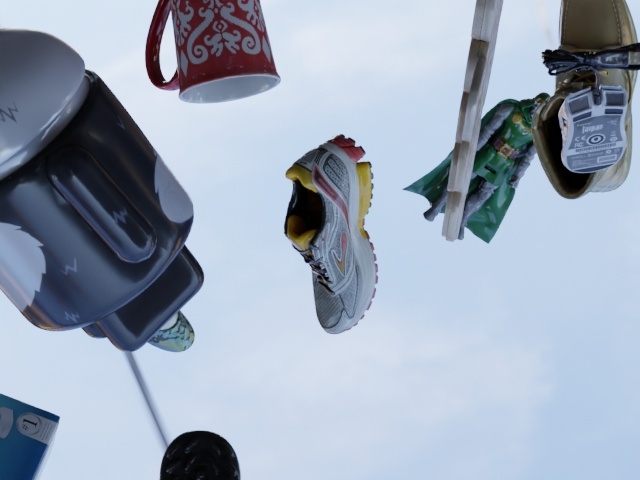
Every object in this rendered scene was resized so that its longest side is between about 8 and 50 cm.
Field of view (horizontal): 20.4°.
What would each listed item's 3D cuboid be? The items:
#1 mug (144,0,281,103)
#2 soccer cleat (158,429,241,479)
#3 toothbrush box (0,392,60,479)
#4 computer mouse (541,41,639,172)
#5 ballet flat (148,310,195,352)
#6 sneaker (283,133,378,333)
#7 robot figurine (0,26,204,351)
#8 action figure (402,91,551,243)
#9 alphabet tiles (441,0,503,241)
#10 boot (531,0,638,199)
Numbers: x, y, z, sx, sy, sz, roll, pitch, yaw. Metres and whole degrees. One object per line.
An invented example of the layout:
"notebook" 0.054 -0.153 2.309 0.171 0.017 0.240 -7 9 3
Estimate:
"mug" -0.131 -0.242 1.949 0.150 0.169 0.113 -10 173 4
"soccer cleat" -0.131 0.360 1.855 0.108 0.116 0.318 3 -103 -1
"toothbrush box" -0.525 0.293 2.364 0.295 0.126 0.216 21 -122 -4
"computer mouse" 0.268 -0.135 1.769 0.106 0.193 0.042 -9 -122 -2
"ballet flat" -0.236 0.073 2.274 0.070 0.188 0.070 -54 -179 2
"sneaker" 0.000 0.000 1.911 0.092 0.225 0.088 -24 -148 -34
"robot figurine" -0.215 -0.038 1.428 0.209 0.278 0.174 -20 -149 28
"action figure" 0.221 -0.103 2.272 0.232 0.137 0.063 -54 -166 31
"alphabet tiles" 0.140 -0.144 1.614 0.021 0.284 0.278 11 -138 6
"boot" 0.299 -0.179 2.035 0.095 0.262 0.203 1 -174 20
